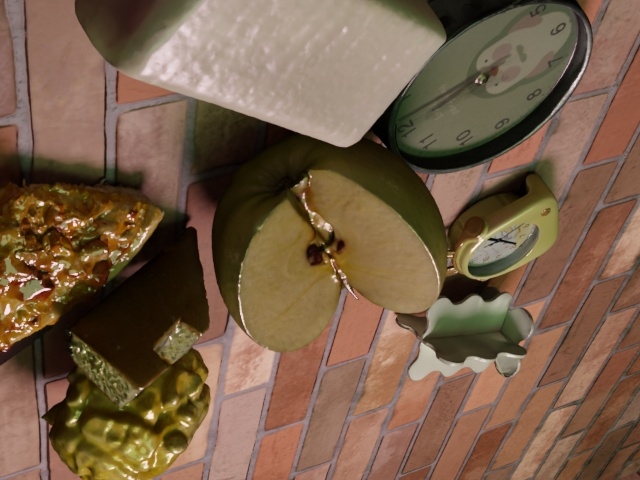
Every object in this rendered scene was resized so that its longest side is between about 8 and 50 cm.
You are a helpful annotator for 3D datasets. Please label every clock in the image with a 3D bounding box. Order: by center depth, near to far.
[{"bbox_3d":[0.211,-0.215,1.517,0.319,0.066,0.319,-21,148,-13],"label":"clock"},{"bbox_3d":[0.273,-0.004,1.863,0.232,0.069,0.170,-26,149,-4],"label":"clock"}]

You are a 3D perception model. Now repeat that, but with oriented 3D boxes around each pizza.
[{"bbox_3d":[-0.335,0.024,1.347,0.335,0.086,0.226,-31,149,-18],"label":"pizza"}]

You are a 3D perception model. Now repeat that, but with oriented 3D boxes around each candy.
[{"bbox_3d":[-0.051,-0.233,1.199,0.208,0.145,0.359,-45,146,24],"label":"candy"}]

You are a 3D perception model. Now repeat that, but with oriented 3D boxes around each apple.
[{"bbox_3d":[0.003,-0.015,1.473,0.295,0.233,0.257,-23,130,9],"label":"apple"}]

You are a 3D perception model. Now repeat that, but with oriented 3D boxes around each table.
[{"bbox_3d":[0.243,0.165,1.993,0.198,0.166,0.166,-2,139,-36],"label":"table"}]

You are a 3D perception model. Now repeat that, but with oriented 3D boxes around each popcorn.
[{"bbox_3d":[-0.273,0.219,1.594,0.225,0.249,0.249,35,117,-18],"label":"popcorn"}]

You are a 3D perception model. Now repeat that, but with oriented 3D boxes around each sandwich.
[{"bbox_3d":[-0.210,0.097,1.480,0.236,0.128,0.122,-44,176,-33],"label":"sandwich"}]

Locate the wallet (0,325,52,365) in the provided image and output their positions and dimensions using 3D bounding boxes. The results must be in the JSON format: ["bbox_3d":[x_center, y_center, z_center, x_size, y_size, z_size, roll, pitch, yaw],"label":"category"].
[{"bbox_3d":[-0.463,0.110,1.449,0.182,0.049,0.229,-38,149,12],"label":"wallet"}]
